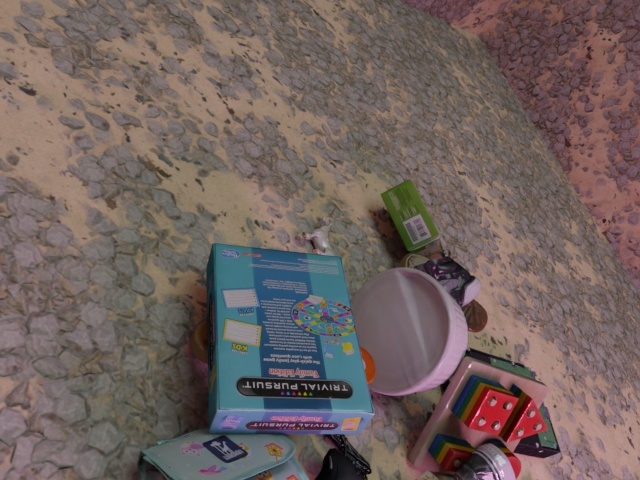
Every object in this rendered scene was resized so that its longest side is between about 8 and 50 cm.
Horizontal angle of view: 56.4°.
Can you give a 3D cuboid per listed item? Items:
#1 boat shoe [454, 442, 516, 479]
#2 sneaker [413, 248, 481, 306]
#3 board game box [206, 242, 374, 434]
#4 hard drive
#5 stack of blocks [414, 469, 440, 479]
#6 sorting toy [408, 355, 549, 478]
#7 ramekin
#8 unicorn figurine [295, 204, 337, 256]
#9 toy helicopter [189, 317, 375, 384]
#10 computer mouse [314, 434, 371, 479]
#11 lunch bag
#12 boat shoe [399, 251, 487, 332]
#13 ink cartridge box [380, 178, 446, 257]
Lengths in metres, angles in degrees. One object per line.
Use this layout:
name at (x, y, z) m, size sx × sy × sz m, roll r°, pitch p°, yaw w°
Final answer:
boat shoe at (0.339, 0.564, 1.191) m, size 0.119 × 0.121 × 0.335 m, roll -24°, pitch 103°, yaw -16°
sneaker at (0.268, 0.138, 1.477) m, size 0.268 × 0.101 × 0.153 m, roll -40°, pitch 92°, yaw -25°
board game box at (-0.066, 0.164, 1.042) m, size 0.254 × 0.079 × 0.336 m, roll 7°, pitch 46°, yaw -18°
hard drive at (0.443, 0.404, 1.498) m, size 0.339 × 0.064 × 0.236 m, roll 20°, pitch 46°, yaw -30°
stack of blocks at (0.161, 0.546, 1.034) m, size 0.171 × 0.087 × 0.297 m, roll 34°, pitch 29°, yaw 33°
sorting toy at (0.357, 0.403, 1.258) m, size 0.255 × 0.257 × 0.089 m, roll 22°, pitch 9°, yaw -29°
ramekin at (0.189, 0.201, 1.279) m, size 0.127 × 0.273 × 0.272 m, roll 24°, pitch 43°, yaw -45°
unicorn figurine at (0.000, 0.000, 1.434) m, size 0.111 × 0.060 × 0.161 m, roll -4°, pitch 77°, yaw -45°
toy helicopter at (-0.076, 0.185, 1.141) m, size 0.355 × 0.140 × 0.235 m, roll 11°, pitch 52°, yaw -30°
computer mouse at (0.025, 0.382, 1.048) m, size 0.184 × 0.060 × 0.262 m, roll 50°, pitch 13°, yaw 6°
lunch bag at (-0.130, 0.396, 0.889) m, size 0.223 × 0.160 × 0.262 m, roll -5°, pitch 55°, yaw -47°
boat shoe at (0.312, 0.145, 1.586) m, size 0.285 × 0.089 × 0.104 m, roll 43°, pitch 72°, yaw -6°
ink cartridge box at (0.272, -0.031, 1.694) m, size 0.188 × 0.097 × 0.255 m, roll 67°, pitch 8°, yaw 23°
